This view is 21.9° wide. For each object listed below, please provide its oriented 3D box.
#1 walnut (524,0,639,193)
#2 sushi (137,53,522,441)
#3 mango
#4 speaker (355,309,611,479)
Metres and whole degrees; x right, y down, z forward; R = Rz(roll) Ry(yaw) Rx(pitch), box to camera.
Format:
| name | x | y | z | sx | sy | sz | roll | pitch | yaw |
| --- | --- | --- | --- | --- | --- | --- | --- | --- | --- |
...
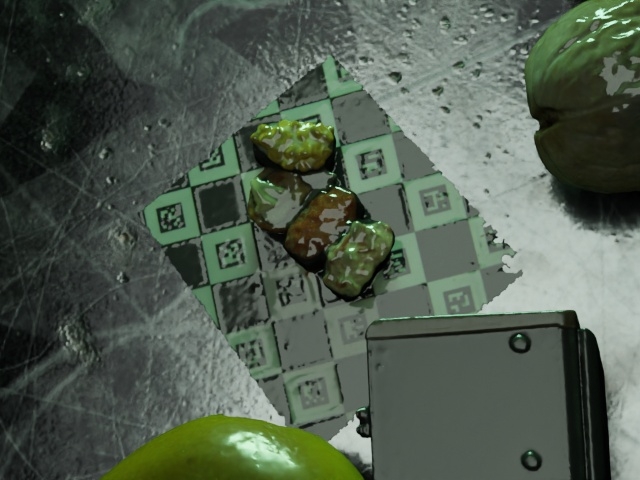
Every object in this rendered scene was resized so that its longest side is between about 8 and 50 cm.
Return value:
| name | x | y | z | sx | sy | sz | roll | pitch | yaw |
| --- | --- | --- | --- | --- | --- | --- | --- | --- | --- |
| walnut | 0.289 | -0.136 | 1.426 | 0.230 | 0.178 | 0.178 | -13 | 75 | -3 |
| sushi | 0.000 | 0.000 | 1.511 | 0.264 | 0.050 | 0.290 | -39 | 74 | 1 |
| mango | -0.121 | 0.290 | 1.391 | 0.364 | 0.182 | 0.253 | -20 | 68 | 0 |
| speaker | 0.138 | 0.152 | 1.354 | 0.192 | 0.231 | 0.153 | -5 | 77 | 11 |
